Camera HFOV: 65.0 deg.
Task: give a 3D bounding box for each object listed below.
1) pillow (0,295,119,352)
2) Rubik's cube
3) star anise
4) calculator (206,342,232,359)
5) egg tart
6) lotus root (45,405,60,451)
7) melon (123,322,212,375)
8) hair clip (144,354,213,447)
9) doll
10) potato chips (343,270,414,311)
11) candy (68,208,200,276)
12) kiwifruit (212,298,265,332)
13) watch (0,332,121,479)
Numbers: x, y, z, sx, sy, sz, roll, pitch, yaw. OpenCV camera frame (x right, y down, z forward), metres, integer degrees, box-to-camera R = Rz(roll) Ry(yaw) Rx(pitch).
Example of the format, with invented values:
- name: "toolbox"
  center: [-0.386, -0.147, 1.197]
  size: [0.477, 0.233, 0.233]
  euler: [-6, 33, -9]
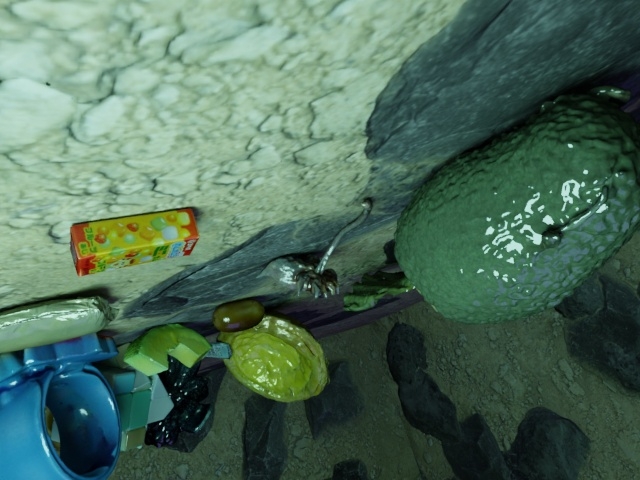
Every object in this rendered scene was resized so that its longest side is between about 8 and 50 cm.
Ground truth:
- name: "pillow"
  center: [-0.390, 0.117, 0.691]
  size: [0.208, 0.053, 0.119]
  euler: [-10, 162, -19]
- name: "Rubik's cube"
  center: [-0.492, 0.372, 1.206]
  size: [0.225, 0.265, 0.213]
  euler: [5, 175, 26]
- name: "star anise"
  center: [0.000, 0.000, 0.833]
  size: [0.148, 0.218, 0.227]
  euler: [16, 109, -16]
- name: "calculator"
  center: [-0.325, 0.298, 1.368]
  size: [0.172, 0.057, 0.018]
  euler: [1, -146, 13]
- name: "egg tart"
  center: [-0.122, 0.303, 1.401]
  size: [0.345, 0.345, 0.132]
  euler: [-30, -159, 39]
- name: "lotus root"
  center: [-0.683, 0.486, 1.423]
  size: [0.188, 0.198, 0.180]
  euler: [-8, 159, -14]
- name: "melon"
  center: [-0.338, 0.241, 1.118]
  size: [0.064, 0.118, 0.209]
  euler: [-39, 172, 20]
- name: "hair clip"
  center: [-0.434, 0.458, 1.435]
  size: [0.195, 0.206, 0.310]
  euler: [-25, -161, 37]
- name: "doll"
  center: [0.255, -0.034, 0.642]
  size: [0.248, 0.247, 0.349]
  euler: [-12, 158, -27]
- name: "potato chips"
  center: [0.249, 0.060, 1.229]
  size: [0.373, 0.097, 0.389]
  euler: [-12, 165, -47]
- name: "candy"
  center: [-0.196, 0.001, 0.530]
  size: [0.122, 0.037, 0.062]
  euler: [-11, 164, -29]
- name: "kiwifruit"
  center: [-0.183, 0.169, 1.129]
  size: [0.125, 0.075, 0.075]
  euler: [-3, 160, -37]
- name: "watch"
  center: [-0.474, 0.307, 0.852]
  size: [0.242, 0.274, 0.305]
  euler: [-20, 171, 5]
